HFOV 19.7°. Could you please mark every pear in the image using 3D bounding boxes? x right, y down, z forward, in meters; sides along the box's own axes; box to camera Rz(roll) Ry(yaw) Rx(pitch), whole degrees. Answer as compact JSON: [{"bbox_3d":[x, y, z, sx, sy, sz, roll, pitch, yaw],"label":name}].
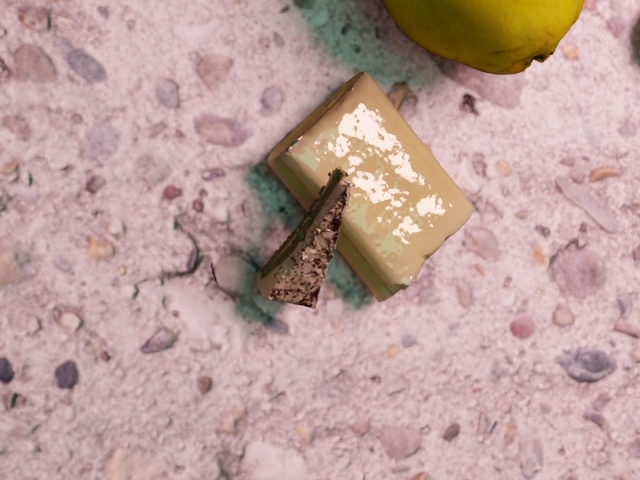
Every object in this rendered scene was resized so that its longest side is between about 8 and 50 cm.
[{"bbox_3d":[0.143,-0.283,1.707,0.212,0.212,0.269,-29,93,-24],"label":"pear"}]

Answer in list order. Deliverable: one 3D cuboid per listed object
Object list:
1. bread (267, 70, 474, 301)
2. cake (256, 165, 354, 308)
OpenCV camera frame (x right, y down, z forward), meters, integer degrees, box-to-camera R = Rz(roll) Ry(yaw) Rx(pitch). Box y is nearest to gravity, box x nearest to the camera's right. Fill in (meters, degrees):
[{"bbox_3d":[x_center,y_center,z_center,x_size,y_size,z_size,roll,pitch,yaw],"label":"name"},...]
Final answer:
[{"bbox_3d":[0.050,-0.052,1.725,0.139,0.060,0.178,-46,105,-20],"label":"bread"},{"bbox_3d":[0.000,0.000,1.669,0.055,0.051,0.140,26,112,-24],"label":"cake"}]
